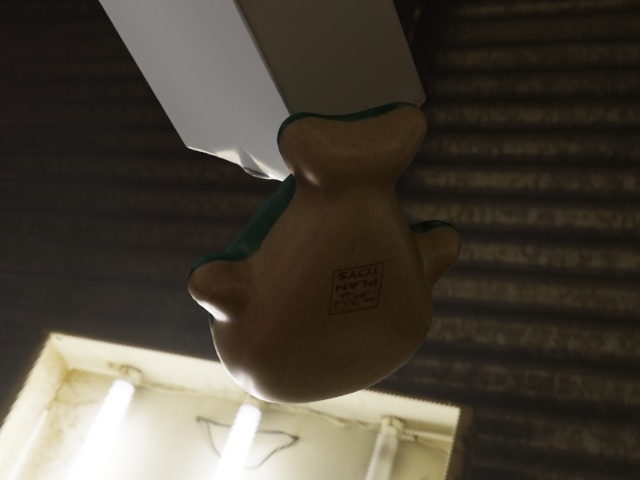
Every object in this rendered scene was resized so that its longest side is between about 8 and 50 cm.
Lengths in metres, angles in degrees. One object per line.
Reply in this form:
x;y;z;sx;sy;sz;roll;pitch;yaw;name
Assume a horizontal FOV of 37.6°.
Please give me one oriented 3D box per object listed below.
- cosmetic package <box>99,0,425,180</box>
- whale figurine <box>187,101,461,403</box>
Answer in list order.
-0.080;-0.233;0.782;0.217;0.385;0.156;24;-116;38;cosmetic package
0.000;0.000;0.714;0.216;0.272;0.141;-10;-136;-17;whale figurine
